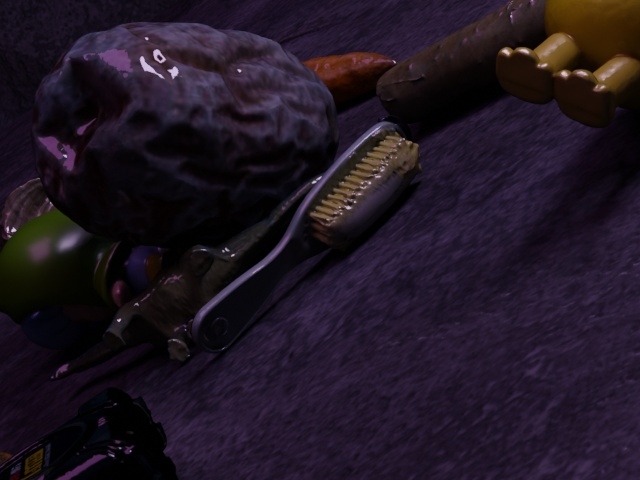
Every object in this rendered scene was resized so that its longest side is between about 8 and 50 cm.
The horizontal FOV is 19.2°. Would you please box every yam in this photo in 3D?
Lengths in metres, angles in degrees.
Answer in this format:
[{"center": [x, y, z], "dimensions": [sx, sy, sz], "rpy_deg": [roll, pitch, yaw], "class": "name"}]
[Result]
[{"center": [0.211, -0.210, 1.814], "dimensions": [0.371, 0.083, 0.083], "rpy_deg": [-27, 19, 37], "class": "yam"}]

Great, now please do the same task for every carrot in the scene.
[{"center": [0.018, -0.184, 2.190], "dimensions": [0.205, 0.072, 0.072], "rpy_deg": [-10, 31, 49], "class": "carrot"}]

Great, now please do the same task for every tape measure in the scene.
[{"center": [-0.195, 0.210, 1.446], "dimensions": [0.186, 0.112, 0.199], "rpy_deg": [-31, 10, -2], "class": "tape measure"}]

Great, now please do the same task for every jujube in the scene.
[{"center": [-0.128, -0.102, 1.868], "dimensions": [0.226, 0.226, 0.317], "rpy_deg": [-23, -18, 41], "class": "jujube"}]

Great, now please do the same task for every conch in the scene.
[{"center": [-0.299, -0.007, 2.201], "dimensions": [0.245, 0.178, 0.163], "rpy_deg": [121, 142, -48], "class": "conch"}]

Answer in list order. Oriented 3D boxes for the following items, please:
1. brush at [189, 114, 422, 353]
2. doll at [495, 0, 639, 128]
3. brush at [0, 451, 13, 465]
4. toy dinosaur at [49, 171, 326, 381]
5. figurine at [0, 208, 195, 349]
[{"center": [0.000, 0.000, 1.730], "dimensions": [0.297, 0.068, 0.060], "rpy_deg": [-46, 39, -17], "class": "brush"}, {"center": [0.295, -0.194, 1.530], "dimensions": [0.199, 0.145, 0.363], "rpy_deg": [29, 49, 30], "class": "doll"}, {"center": [-0.367, 0.231, 1.654], "dimensions": [0.267, 0.166, 0.174], "rpy_deg": [-20, 23, 51], "class": "brush"}, {"center": [-0.127, 0.049, 1.814], "dimensions": [0.363, 0.076, 0.147], "rpy_deg": [-37, 11, 10], "class": "toy dinosaur"}, {"center": [-0.236, 0.033, 2.001], "dimensions": [0.263, 0.143, 0.162], "rpy_deg": [-7, 28, 39], "class": "figurine"}]
